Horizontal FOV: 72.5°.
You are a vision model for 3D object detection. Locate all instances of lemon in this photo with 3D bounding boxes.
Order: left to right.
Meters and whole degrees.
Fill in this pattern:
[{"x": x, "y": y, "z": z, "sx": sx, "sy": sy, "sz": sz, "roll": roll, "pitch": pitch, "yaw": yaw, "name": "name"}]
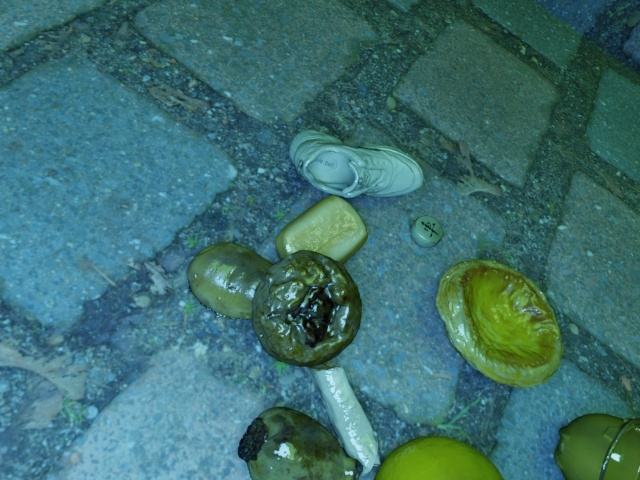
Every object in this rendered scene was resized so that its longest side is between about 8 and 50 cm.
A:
[{"x": 0.210, "y": 0.450, "z": 0.724, "sx": 0.240, "sy": 0.219, "sz": 0.241, "roll": 7, "pitch": 60, "yaw": -12, "name": "lemon"}]

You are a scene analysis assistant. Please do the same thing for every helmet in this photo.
[{"x": 0.576, "y": 0.444, "z": 0.911, "sx": 0.256, "sy": 0.140, "sz": 0.205, "roll": 13, "pitch": 90, "yaw": -37, "name": "helmet"}]

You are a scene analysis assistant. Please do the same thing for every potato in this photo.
[{"x": -0.166, "y": 0.076, "z": 0.881, "sx": 0.200, "sy": 0.081, "sz": 0.164, "roll": 23, "pitch": 57, "yaw": -4, "name": "potato"}]

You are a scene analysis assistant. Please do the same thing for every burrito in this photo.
[{"x": 0.045, "y": 0.323, "z": 0.819, "sx": 0.060, "sy": 0.087, "sz": 0.226, "roll": -15, "pitch": 71, "yaw": -33, "name": "burrito"}]

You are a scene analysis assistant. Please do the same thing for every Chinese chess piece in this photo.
[{"x": 0.275, "y": -0.023, "z": 1.127, "sx": 0.084, "sy": 0.034, "sz": 0.084, "roll": 9, "pitch": 58, "yaw": -15, "name": "Chinese chess piece"}]

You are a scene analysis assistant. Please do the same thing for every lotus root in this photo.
[{"x": -0.033, "y": 0.368, "z": 0.736, "sx": 0.214, "sy": 0.138, "sz": 0.138, "roll": 26, "pitch": 56, "yaw": -6, "name": "lotus root"}]

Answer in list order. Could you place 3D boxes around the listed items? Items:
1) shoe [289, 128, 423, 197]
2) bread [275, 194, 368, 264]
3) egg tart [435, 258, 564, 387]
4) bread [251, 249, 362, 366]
[{"x": 0.091, "y": -0.157, "z": 1.032, "sx": 0.341, "sy": 0.132, "sz": 0.211, "roll": 13, "pitch": 25, "yaw": -9, "name": "shoe"}, {"x": 0.000, "y": 0.000, "z": 0.972, "sx": 0.217, "sy": 0.098, "sz": 0.147, "roll": -34, "pitch": 84, "yaw": -27, "name": "bread"}, {"x": 0.390, "y": 0.188, "z": 0.996, "sx": 0.318, "sy": 0.128, "sz": 0.319, "roll": 10, "pitch": 57, "yaw": -16, "name": "egg tart"}, {"x": -0.019, "y": 0.136, "z": 0.830, "sx": 0.229, "sy": 0.123, "sz": 0.230, "roll": -5, "pitch": 100, "yaw": -28, "name": "bread"}]
